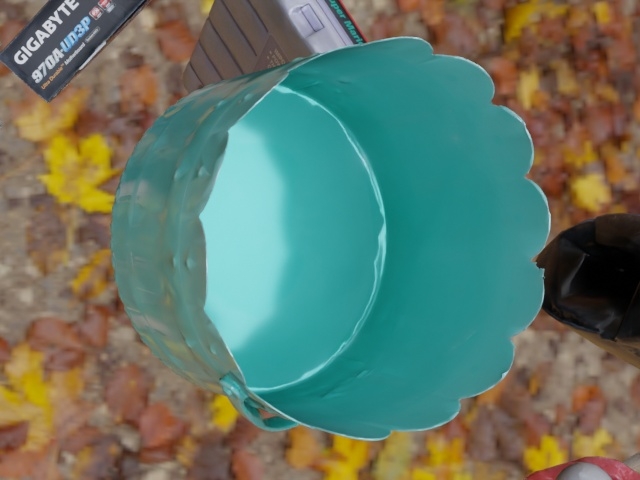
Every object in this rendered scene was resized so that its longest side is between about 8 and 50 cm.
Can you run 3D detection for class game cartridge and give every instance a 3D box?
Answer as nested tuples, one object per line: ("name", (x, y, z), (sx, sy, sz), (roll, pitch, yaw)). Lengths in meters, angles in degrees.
("game cartridge", (0.013, -0.064, 1.409), (0.068, 0.230, 0.355), (-23, 74, -32))

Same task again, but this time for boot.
("boot", (0.351, 0.118, 1.487), (0.445, 0.367, 0.146), (23, 72, -33))

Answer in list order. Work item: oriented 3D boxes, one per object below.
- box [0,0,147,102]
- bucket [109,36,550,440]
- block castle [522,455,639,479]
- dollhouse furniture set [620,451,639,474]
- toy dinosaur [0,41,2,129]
("box", (-0.141, -0.196, 1.215), (0.051, 0.220, 0.175), (44, 102, -9))
("bucket", (0.000, 0.000, 1.147), (0.281, 0.183, 0.281), (-1, 91, -31))
("block castle", (0.302, 0.233, 0.718), (0.303, 0.453, 0.213), (-29, 141, -7))
("dollhouse furniture set", (0.191, 0.289, 1.076), (0.174, 0.303, 0.355), (23, 118, -34))
("toy dinosaur", (-0.386, -0.167, 1.424), (0.313, 0.160, 0.121), (42, 33, -30))
